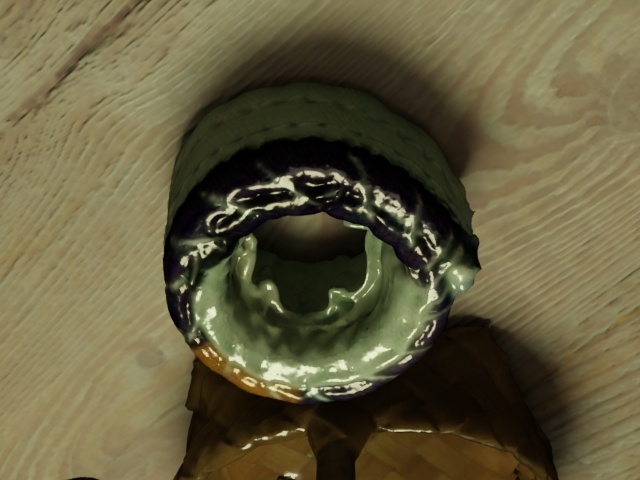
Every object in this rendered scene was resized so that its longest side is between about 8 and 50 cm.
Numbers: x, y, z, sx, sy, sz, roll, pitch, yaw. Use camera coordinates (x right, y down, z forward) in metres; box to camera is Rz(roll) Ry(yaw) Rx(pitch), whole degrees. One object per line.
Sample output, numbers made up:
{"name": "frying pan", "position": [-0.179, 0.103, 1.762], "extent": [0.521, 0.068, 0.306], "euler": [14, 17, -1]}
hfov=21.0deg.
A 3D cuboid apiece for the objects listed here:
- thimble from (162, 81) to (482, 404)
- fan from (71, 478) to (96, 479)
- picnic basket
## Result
{"name": "thimble", "position": [0.000, 0.000, 1.295], "extent": [0.237, 0.150, 0.237], "euler": [0, 127, 0]}
{"name": "fan", "position": [-0.240, 0.312, 1.642], "extent": [0.152, 0.008, 0.226], "euler": [35, 121, -25]}
{"name": "picnic basket", "position": [0.036, 0.261, 1.398], "extent": [0.337, 0.337, 0.293], "euler": [-7, 128, 8]}
